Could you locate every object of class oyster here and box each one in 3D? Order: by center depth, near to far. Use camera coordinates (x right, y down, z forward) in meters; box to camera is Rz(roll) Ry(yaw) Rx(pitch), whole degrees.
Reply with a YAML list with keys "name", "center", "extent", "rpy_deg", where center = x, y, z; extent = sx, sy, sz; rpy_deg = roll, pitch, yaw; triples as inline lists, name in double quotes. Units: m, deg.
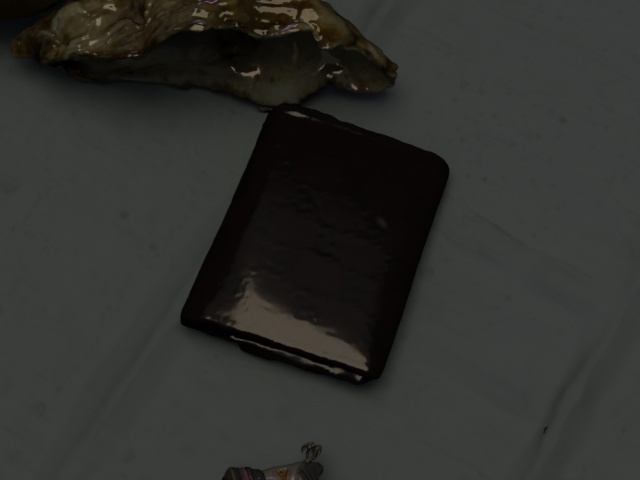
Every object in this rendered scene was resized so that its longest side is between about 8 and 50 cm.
- name: "oyster"
  center: [-0.107, -0.189, 1.463]
  extent: [0.341, 0.166, 0.110]
  rpy_deg: [4, 77, 21]

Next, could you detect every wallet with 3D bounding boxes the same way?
- name: "wallet"
  center: [0.000, 0.000, 1.428]
  extent: [0.182, 0.049, 0.229]
  rpy_deg: [18, 69, 9]

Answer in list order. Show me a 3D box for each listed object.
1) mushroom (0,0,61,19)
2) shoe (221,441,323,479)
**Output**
- name: "mushroom"
  center: [-0.284, -0.353, 1.485]
  extent: [0.292, 0.292, 0.290]
  rpy_deg: [41, 46, 16]
- name: "shoe"
  center: [-0.006, 0.250, 1.316]
  extent: [0.092, 0.089, 0.180]
  rpy_deg: [-25, 72, -20]
